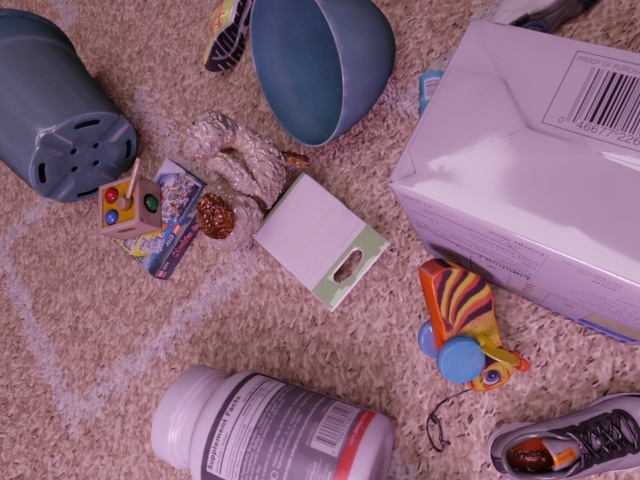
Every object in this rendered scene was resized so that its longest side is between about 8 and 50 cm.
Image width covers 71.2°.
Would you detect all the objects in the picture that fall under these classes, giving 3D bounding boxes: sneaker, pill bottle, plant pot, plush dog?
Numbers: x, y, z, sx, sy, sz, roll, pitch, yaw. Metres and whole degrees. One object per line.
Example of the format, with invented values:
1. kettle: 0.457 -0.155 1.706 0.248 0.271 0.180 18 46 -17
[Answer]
1. sneaker: -0.228 -0.490 1.055 0.094 0.081 0.209 18 79 30
2. pill bottle: -0.079 0.340 0.739 0.362 0.210 0.210 11 82 23
3. sneaker: 0.374 -0.417 0.806 0.297 0.111 0.129 -39 52 5
4. sneaker: 0.376 0.291 0.634 0.271 0.108 0.100 -23 70 13
5. plant pot: 0.026 -0.346 0.841 0.195 0.290 0.290 -27 65 -27
6. plush dog: -0.150 -0.085 0.849 0.210 0.262 0.225 18 80 5
7. plant pot: -0.634 -0.286 1.038 0.334 0.341 0.341 42 95 16

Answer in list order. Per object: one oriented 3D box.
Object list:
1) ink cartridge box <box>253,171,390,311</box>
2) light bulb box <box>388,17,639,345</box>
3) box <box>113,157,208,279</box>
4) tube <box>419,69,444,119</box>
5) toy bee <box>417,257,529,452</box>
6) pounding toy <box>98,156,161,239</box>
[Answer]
1. ink cartridge box: 0.000 0.000 0.867 0.235 0.056 0.171 41 95 22
2. light bulb box: 0.321 -0.045 0.590 0.358 0.361 0.225 27 87 23
3. box: -0.349 -0.050 1.015 0.159 0.044 0.233 34 92 24
4. tube: 0.213 -0.211 0.836 0.080 0.052 0.207 -12 74 52
5. toy bee: 0.239 0.164 0.705 0.162 0.298 0.195 -9 36 -9
6. pounding toy: -0.410 -0.086 0.966 0.141 0.100 0.130 -13 73 19
